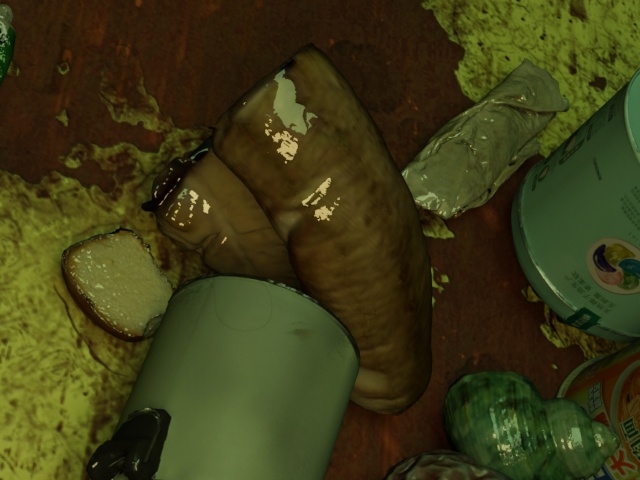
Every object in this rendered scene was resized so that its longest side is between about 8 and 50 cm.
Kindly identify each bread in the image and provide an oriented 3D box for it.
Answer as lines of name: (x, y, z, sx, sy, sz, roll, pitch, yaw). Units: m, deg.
bread: (-0.222, 0.053, 1.556, 0.129, 0.044, 0.126, 50, 42, 11)

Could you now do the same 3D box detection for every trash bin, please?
trash bin: (-0.094, 0.201, 1.418, 0.277, 0.217, 0.262, 57, 38, -38)

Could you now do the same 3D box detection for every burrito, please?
burrito: (0.224, -0.129, 1.914, 0.117, 0.076, 0.392, 46, 48, 2)

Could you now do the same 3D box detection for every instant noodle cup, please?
instant noodle cup: (0.464, 0.225, 1.733, 0.296, 0.214, 0.296, 15, 54, -21)

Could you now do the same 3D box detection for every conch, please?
conch: (0.245, 0.238, 1.648, 0.188, 0.122, 0.176, -2, 90, -18)

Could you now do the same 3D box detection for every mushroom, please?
mushroom: (0.031, -0.004, 1.589, 0.397, 0.313, 0.224, 47, 52, -3)

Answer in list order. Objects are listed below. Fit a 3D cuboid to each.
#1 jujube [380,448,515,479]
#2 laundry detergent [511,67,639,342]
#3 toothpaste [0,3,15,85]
jujube: (0.117, 0.371, 1.444, 0.226, 0.226, 0.317, 35, 54, -6)
laundry detergent: (0.418, -0.037, 1.816, 0.287, 0.305, 0.287, 15, 54, -22)
toothpaste: (-0.397, -0.176, 1.600, 0.078, 0.047, 0.248, 23, 53, -13)
